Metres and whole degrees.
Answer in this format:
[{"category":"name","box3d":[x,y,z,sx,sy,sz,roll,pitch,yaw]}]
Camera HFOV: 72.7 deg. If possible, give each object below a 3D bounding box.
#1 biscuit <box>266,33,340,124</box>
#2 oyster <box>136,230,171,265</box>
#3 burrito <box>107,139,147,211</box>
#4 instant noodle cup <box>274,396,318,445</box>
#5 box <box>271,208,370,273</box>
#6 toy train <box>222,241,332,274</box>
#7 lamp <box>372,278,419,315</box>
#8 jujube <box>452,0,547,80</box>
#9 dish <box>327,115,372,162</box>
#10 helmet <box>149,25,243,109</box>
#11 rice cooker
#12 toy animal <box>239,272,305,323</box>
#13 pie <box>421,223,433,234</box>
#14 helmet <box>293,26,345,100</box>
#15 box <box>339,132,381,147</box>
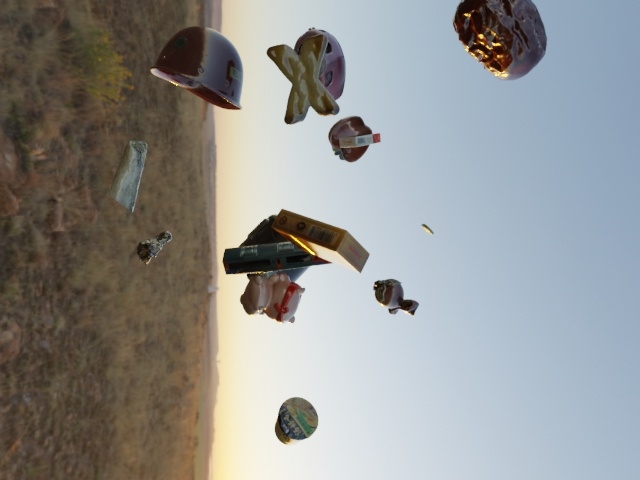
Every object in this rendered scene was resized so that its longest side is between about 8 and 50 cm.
[{"category":"biscuit","box3d":[-0.043,-0.429,1.171,0.047,0.164,0.208,-96,173,-65]},{"category":"oyster","box3d":[-0.647,0.021,1.684,0.079,0.128,0.345,61,-4,-16]},{"category":"burrito","box3d":[-0.609,-0.211,1.381,0.060,0.086,0.226,15,-91,58]},{"category":"instant noodle cup","box3d":[-0.097,0.653,1.554,0.122,0.151,0.152,121,-33,-44]},{"category":"box","box3d":[0.000,0.000,1.362,0.274,0.174,0.076,20,-104,37]},{"category":"toy train","box3d":[-0.146,0.054,1.573,0.086,0.408,0.089,-93,175,-55]},{"category":"lamp","box3d":[0.380,0.281,2.237,0.215,0.223,0.151,-6,-125,54]},{"category":"jujube","box3d":[0.687,-0.801,1.662,0.276,0.377,0.277,-39,-158,19]},{"category":"dish","box3d":[0.119,-0.463,1.949,0.090,0.213,0.214,-132,-139,-51]},{"category":"helmet","box3d":[-0.416,-0.651,1.611,0.385,0.337,0.230,-7,118,-76]},{"category":"rice cooker","box3d":[-0.220,0.074,2.058,0.335,0.325,0.335,42,-11,11]},{"category":"toy animal","box3d":[-0.154,0.190,1.445,0.171,0.197,0.172,-41,-139,49]},{"category":"pie","box3d":[0.552,-0.057,2.239,0.020,0.084,0.084,-48,-158,4]},{"category":"helmet","box3d":[-0.011,-0.641,1.567,0.154,0.198,0.254,46,38,-75]},{"category":"box","box3d":[0.167,-0.422,1.832,0.100,0.152,0.048,14,-62,47]}]
